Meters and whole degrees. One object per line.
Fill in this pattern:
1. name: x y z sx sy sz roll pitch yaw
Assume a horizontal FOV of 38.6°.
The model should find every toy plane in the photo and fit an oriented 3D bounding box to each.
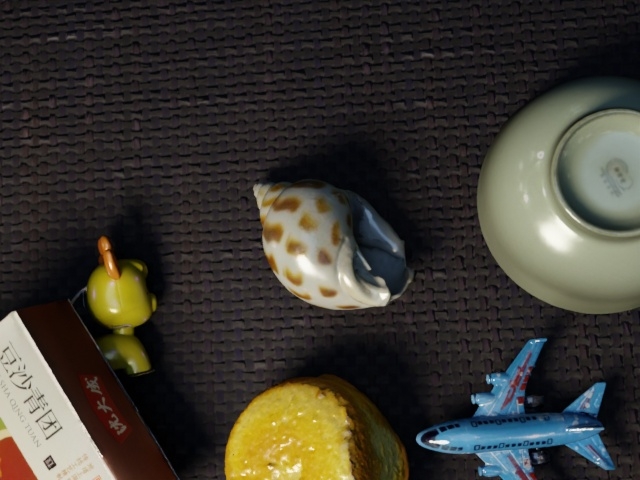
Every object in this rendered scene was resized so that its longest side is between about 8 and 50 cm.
1. toy plane: 0.272 0.269 1.288 0.271 0.105 0.254 -5 82 8

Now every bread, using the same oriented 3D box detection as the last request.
1. bread: -0.016 0.314 1.278 0.268 0.146 0.268 -9 67 23

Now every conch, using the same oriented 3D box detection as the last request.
1. conch: 0.000 0.000 1.333 0.149 0.183 0.275 -40 72 33

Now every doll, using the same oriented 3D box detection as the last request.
1. doll: -0.314 0.102 1.375 0.135 0.143 0.221 -7 90 -15

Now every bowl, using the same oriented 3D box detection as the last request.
1. bowl: 0.399 -0.077 1.273 0.354 0.185 0.354 -1 83 7

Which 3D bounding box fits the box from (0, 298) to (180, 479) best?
1. box: -0.432 0.334 1.300 0.385 0.122 0.344 -38 80 21
